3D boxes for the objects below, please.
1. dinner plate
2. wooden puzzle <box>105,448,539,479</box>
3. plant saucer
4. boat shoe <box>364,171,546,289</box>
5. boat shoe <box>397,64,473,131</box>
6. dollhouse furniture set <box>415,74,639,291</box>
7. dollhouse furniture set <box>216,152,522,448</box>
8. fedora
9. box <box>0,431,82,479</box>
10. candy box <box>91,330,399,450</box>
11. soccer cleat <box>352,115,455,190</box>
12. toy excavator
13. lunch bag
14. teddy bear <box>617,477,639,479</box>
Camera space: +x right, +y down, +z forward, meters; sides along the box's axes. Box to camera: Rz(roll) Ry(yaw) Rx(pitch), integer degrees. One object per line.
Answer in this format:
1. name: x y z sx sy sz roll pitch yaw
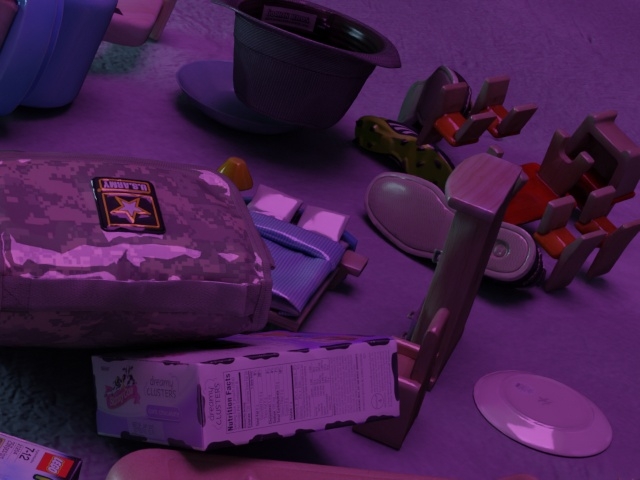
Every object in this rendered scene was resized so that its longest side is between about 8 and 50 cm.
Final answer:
1. dinner plate: 0.218 0.162 1.461 0.141 0.017 0.141 13 25 -6
2. wooden puzzle: 0.027 0.276 1.060 0.348 0.080 0.322 4 28 -14
3. plant saucer: -0.092 -0.174 1.920 0.195 0.037 0.195 13 26 -6
4. boat shoe: 0.149 -0.007 1.706 0.233 0.084 0.079 27 0 31
5. boat shoe: 0.161 -0.173 1.945 0.068 0.081 0.228 21 -3 -10
6. dollhouse furniture set: 0.272 -0.065 1.815 0.259 0.135 0.262 -14 54 -40
7. dollhouse furniture set: 0.000 0.000 1.445 0.303 0.198 0.286 21 26 10
8. fedora: -0.029 -0.214 1.849 0.243 0.124 0.275 19 18 1
9. box: -0.254 0.206 1.069 0.114 0.036 0.207 17 26 1
10. candy box: -0.062 0.119 1.238 0.196 0.070 0.165 -5 2 -37
11. soccer cleat: 0.117 -0.115 1.902 0.072 0.060 0.179 -11 34 -41
12. toy excavator: -0.333 -0.278 1.847 0.445 0.222 0.433 16 22 -34
13. lunch bag: -0.191 0.010 1.265 0.235 0.169 0.287 3 7 -25
14. teddy bear: 0.370 0.284 1.232 0.338 0.113 0.245 1 22 -14
